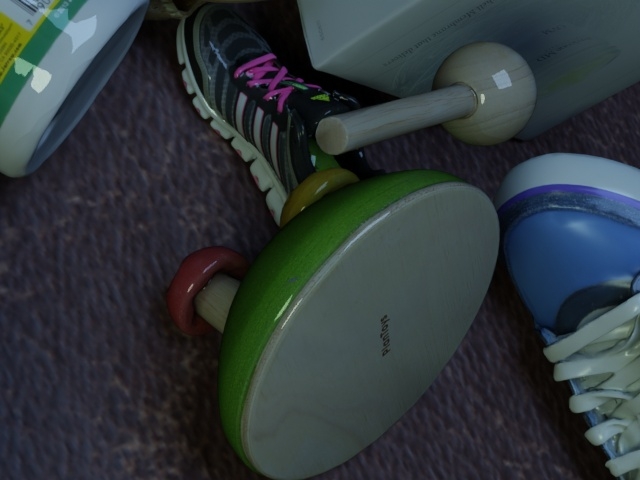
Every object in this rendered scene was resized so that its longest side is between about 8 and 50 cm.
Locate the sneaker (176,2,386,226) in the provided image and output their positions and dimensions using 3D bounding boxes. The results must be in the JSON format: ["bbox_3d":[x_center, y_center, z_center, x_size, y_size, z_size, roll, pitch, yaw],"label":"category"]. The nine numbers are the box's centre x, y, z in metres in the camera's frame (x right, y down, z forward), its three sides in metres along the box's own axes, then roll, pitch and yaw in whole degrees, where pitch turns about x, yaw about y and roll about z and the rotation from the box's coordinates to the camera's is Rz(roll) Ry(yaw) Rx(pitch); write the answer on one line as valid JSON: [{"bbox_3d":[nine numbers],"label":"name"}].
[{"bbox_3d":[-0.017,-0.074,0.865,0.063,0.075,0.170,-27,83,-44],"label":"sneaker"}]

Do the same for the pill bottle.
[{"bbox_3d":[-0.197,-0.133,0.722,0.208,0.117,0.117,35,48,-4],"label":"pill bottle"}]

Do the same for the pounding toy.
[{"bbox_3d":[0.000,0.000,0.773,0.110,0.237,0.183,37,36,29],"label":"pounding toy"}]

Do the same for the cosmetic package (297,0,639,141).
[{"bbox_3d":[0.134,-0.183,0.916,0.224,0.224,0.138,11,59,-47],"label":"cosmetic package"}]

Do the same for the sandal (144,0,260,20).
[{"bbox_3d":[-0.109,-0.163,0.852,0.240,0.079,0.088,-5,80,-16],"label":"sandal"}]

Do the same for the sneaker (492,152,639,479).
[{"bbox_3d":[0.208,0.122,0.888,0.323,0.130,0.236,43,42,-18],"label":"sneaker"}]
